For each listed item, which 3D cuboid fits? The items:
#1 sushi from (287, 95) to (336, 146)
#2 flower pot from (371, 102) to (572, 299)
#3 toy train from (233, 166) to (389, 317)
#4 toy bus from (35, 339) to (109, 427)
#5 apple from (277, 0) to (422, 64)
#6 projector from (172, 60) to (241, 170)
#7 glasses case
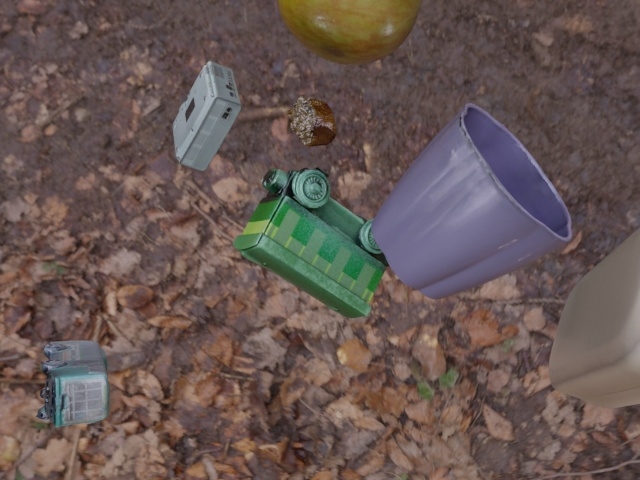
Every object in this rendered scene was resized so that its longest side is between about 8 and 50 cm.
[{"bbox_3d":[-0.016,-0.169,1.044,0.055,0.052,0.120,2,36,-19],"label":"sushi"},{"bbox_3d":[0.221,-0.046,1.164,0.243,0.265,0.265,-37,66,28],"label":"flower pot"},{"bbox_3d":[0.000,0.000,1.341,0.300,0.120,0.202,34,74,-24],"label":"toy train"},{"bbox_3d":[-0.389,0.218,1.151,0.109,0.261,0.091,-1,96,-19],"label":"toy bus"},{"bbox_3d":[0.043,-0.416,1.173,0.264,0.264,0.264,-3,70,8],"label":"apple"},{"bbox_3d":[-0.196,-0.210,1.230,0.147,0.061,0.115,-53,35,32],"label":"projector"},{"bbox_3d":[0.173,0.046,0.405,0.050,0.196,0.083,20,78,10],"label":"glasses case"}]
